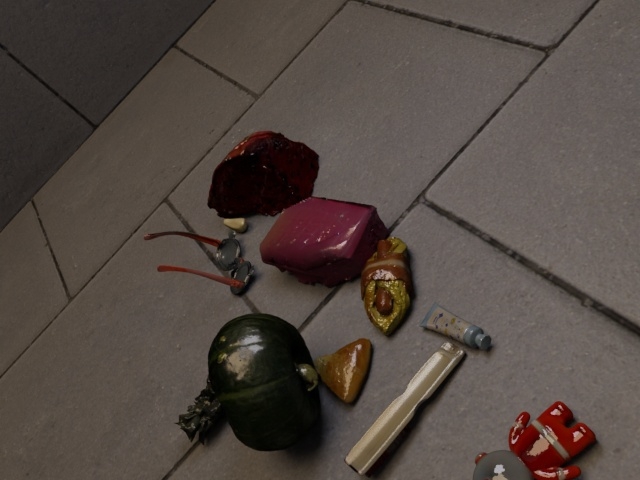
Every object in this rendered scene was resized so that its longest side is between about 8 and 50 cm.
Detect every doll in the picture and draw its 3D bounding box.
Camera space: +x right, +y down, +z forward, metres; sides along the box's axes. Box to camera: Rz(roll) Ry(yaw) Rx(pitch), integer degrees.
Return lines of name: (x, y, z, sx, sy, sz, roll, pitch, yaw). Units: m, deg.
doll: (0.341, 0.376, 1.124, 0.245, 0.076, 0.142, -42, 38, -1)

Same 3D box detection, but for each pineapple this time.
pineapple: (-0.249, 0.368, 1.620, 0.248, 0.128, 0.128, -53, 39, -2)

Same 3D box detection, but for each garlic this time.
garlic: (-0.252, -0.048, 2.026, 0.083, 0.053, 0.041, 6, 77, 29)

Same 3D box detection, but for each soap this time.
soap: (0.000, 0.000, 1.708, 0.325, 0.127, 0.220, 11, 63, 47)

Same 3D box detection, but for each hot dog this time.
hot dog: (0.145, 0.088, 1.526, 0.123, 0.093, 0.261, -23, 44, 25)

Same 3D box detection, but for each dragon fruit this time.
dragon fruit: (-0.211, -0.215, 1.986, 0.329, 0.286, 0.227, -19, 50, 42)

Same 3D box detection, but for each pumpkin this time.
pumpkin: (-0.110, 0.292, 1.418, 0.207, 0.300, 0.300, -18, 45, 13)

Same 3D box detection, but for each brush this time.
brush: (0.176, 0.336, 1.332, 0.321, 0.050, 0.060, -47, 36, -13)

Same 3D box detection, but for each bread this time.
bread: (0.050, 0.296, 1.469, 0.154, 0.054, 0.135, -31, 44, 22)

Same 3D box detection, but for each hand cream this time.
hand cream: (0.276, 0.178, 1.373, 0.065, 0.043, 0.171, -54, 37, -9)

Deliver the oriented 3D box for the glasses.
glasses: (-0.331, 0.036, 1.869, 0.118, 0.268, 0.234, -56, 38, 18)
